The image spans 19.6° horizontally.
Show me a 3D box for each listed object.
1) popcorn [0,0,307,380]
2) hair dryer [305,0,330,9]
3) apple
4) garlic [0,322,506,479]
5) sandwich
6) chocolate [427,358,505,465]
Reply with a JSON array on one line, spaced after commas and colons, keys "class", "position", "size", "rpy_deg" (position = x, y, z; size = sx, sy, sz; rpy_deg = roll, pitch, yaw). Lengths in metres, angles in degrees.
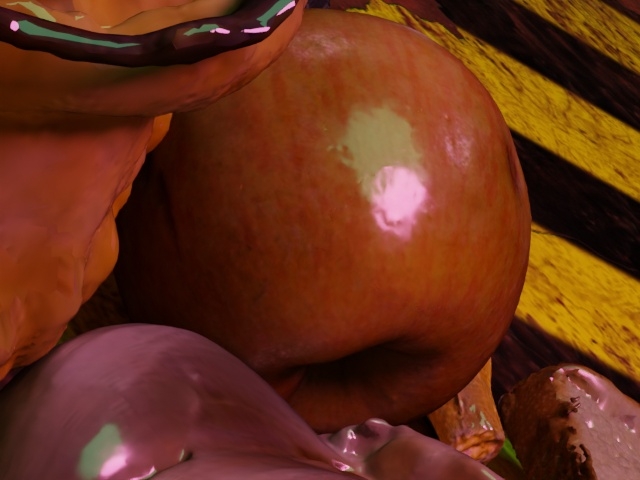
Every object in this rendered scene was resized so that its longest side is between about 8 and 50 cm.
[{"class": "popcorn", "position": [-0.180, -0.089, 0.899], "size": [0.349, 0.381, 0.349], "rpy_deg": [4, 84, -50]}, {"class": "hair dryer", "position": [-0.119, -0.164, 1.431], "size": [0.189, 0.107, 0.352], "rpy_deg": [36, 34, -4]}, {"class": "apple", "position": [0.000, 0.000, 1.112], "size": [0.264, 0.264, 0.264], "rpy_deg": [28, 27, -16]}, {"class": "garlic", "position": [-0.051, 0.151, 0.918], "size": [0.279, 0.132, 0.325], "rpy_deg": [38, 25, 28]}, {"class": "sandwich", "position": [0.225, 0.216, 1.203], "size": [0.226, 0.087, 0.251], "rpy_deg": [27, 30, -20]}, {"class": "chocolate", "position": [0.082, 0.069, 1.294], "size": [0.085, 0.086, 0.219], "rpy_deg": [19, 35, -32]}]
